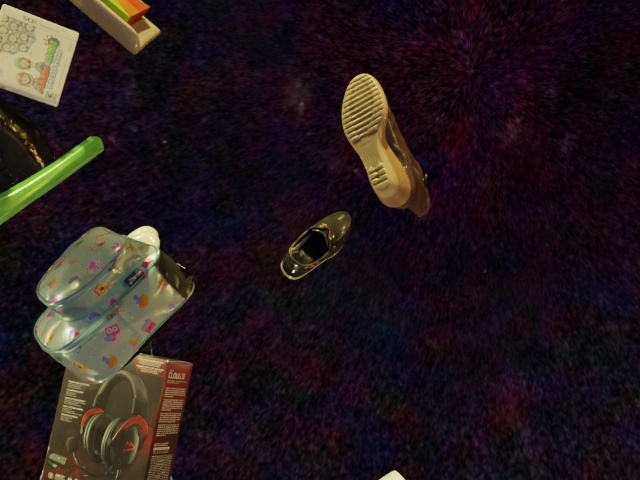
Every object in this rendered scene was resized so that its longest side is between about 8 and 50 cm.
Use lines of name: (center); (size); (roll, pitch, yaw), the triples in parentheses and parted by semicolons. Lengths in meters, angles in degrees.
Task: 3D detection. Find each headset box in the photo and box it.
headset box: (-0.382, 0.328, 1.544); (0.218, 0.110, 0.293); (8, 81, 19)

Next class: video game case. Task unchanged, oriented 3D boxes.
video game case: (-0.538, -0.342, 1.500); (0.143, 0.019, 0.157); (18, 70, -23)

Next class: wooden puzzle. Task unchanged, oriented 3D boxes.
wooden puzzle: (-0.298, -0.330, 1.018); (0.221, 0.238, 0.044); (39, 99, -16)

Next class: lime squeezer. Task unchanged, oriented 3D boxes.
lime squeezer: (-0.286, 0.009, 0.556); (0.310, 0.110, 0.058); (-25, 106, -14)

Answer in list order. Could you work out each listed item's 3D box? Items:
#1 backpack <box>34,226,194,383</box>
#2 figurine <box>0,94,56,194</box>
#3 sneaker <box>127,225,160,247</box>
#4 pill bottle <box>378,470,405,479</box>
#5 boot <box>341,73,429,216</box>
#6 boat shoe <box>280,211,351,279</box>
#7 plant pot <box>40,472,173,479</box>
backpack: (-0.279, 0.082, 1.041); (0.144, 0.166, 0.188); (43, 74, -34)
figurine: (-0.425, -0.182, 0.970); (0.092, 0.215, 0.209); (-33, 128, -23)
sneaker: (-0.449, 0.058, 1.815); (0.212, 0.094, 0.080); (-38, 131, 8)
pill bottle: (0.039, 0.505, 1.313); (0.283, 0.161, 0.161); (-30, 95, -11)
boot: (0.128, -0.172, 1.523); (0.090, 0.207, 0.248); (-17, 74, 24)
boat shoe: (0.001, 0.001, 1.083); (0.049, 0.133, 0.042); (45, 145, 5)
plant pot: (-0.452, 0.586, 1.832); (0.236, 0.212, 0.236); (-30, 67, 10)
